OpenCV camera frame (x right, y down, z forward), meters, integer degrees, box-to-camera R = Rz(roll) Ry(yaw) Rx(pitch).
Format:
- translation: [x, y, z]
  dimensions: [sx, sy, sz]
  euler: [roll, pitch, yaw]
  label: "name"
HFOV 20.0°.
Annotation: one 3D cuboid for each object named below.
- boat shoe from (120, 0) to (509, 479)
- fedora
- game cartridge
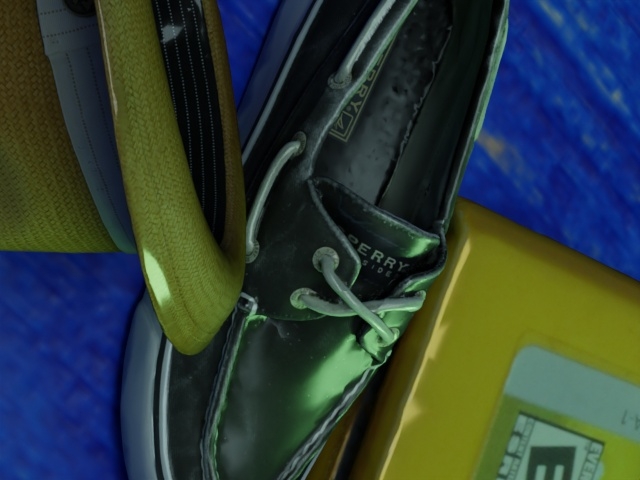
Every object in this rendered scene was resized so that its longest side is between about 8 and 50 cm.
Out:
- translation: [0.000, 0.000, 0.583]
  dimensions: [0.078, 0.070, 0.219]
  euler: [20, 87, -34]
  label: "boat shoe"
- translation: [-0.073, -0.060, 0.498]
  dimensions: [0.079, 0.194, 0.194]
  euler: [-10, 107, 5]
  label: "fedora"
- translation: [0.112, 0.165, 0.698]
  dimensions: [0.323, 0.052, 0.285]
  euler: [22, 86, -33]
  label: "game cartridge"
